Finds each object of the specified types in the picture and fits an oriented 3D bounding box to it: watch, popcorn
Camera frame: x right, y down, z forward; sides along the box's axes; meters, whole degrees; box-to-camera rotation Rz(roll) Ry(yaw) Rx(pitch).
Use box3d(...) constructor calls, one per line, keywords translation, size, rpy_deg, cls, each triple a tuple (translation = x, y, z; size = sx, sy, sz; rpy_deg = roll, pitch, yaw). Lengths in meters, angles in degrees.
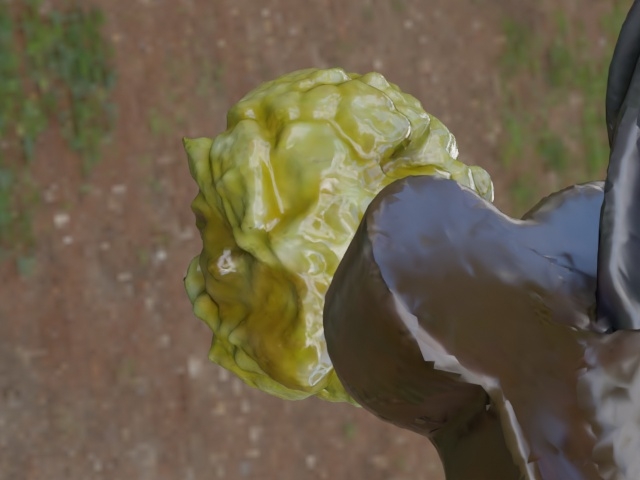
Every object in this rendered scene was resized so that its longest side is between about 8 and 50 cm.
box3d(translation=(0.219, 0.039, 0.563), size=(0.314, 0.327, 0.335), rpy_deg=(9, 51, -34), cls="watch")
box3d(translation=(-0.002, -0.006, 1.414), size=(0.249, 0.225, 0.249), rpy_deg=(-28, 131, -37), cls="popcorn")
